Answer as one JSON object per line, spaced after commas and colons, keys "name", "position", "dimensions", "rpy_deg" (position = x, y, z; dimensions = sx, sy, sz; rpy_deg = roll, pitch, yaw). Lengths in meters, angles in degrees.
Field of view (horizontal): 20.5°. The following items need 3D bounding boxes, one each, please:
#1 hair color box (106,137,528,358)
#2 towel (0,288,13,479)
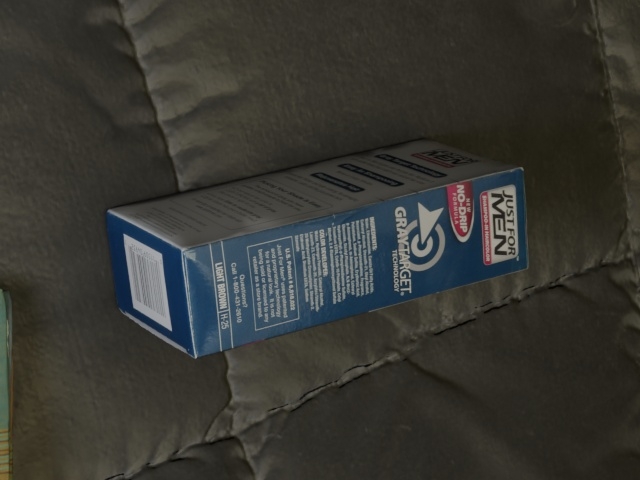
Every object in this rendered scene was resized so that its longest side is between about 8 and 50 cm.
{"name": "hair color box", "position": [0.000, 0.000, 1.617], "dimensions": [0.347, 0.174, 0.105], "rpy_deg": [-14, 109, -26]}
{"name": "towel", "position": [-0.385, 0.227, 1.478], "dimensions": [0.271, 0.040, 0.370], "rpy_deg": [0, 86, -29]}
